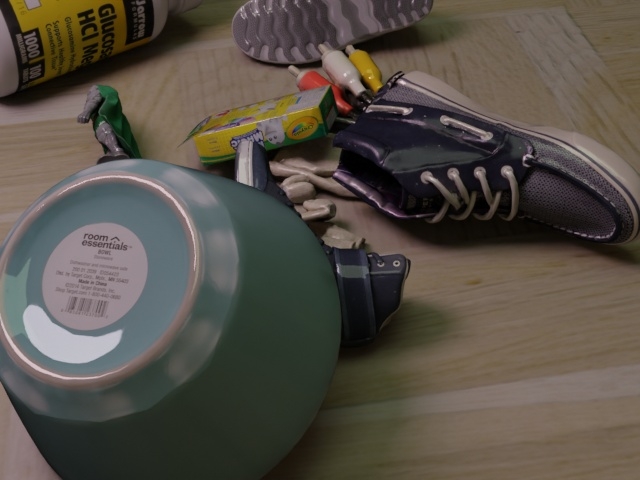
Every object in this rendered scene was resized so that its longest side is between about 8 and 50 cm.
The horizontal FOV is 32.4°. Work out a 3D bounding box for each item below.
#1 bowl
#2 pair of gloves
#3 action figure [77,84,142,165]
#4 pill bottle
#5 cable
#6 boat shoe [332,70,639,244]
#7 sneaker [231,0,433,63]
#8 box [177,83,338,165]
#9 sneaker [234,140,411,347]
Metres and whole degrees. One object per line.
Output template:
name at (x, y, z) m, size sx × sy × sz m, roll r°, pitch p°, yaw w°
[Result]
bowl at (-0.151, 0.058, 0.912) m, size 0.311 × 0.163 × 0.312 m, roll -6°, pitch 67°, yaw 14°
pair of gloves at (-0.020, -0.049, 1.242) m, size 0.204 × 0.042 × 0.240 m, roll 16°, pitch 41°, yaw 23°
action figure at (-0.250, -0.127, 1.314) m, size 0.063 × 0.137 × 0.232 m, roll -23°, pitch 32°, yaw -5°
pill bottle at (-0.332, -0.336, 1.507) m, size 0.334 × 0.188 × 0.188 m, roll -27°, pitch 44°, yaw -27°
cable at (0.066, -0.154, 1.343) m, size 0.139 × 0.072 × 0.287 m, roll -26°, pitch 44°, yaw -26°
boat shoe at (0.169, -0.056, 1.171) m, size 0.340 × 0.127 × 0.158 m, roll 27°, pitch 52°, yaw 29°
sneaker at (0.016, -0.305, 1.546) m, size 0.281 × 0.105 × 0.115 m, roll -9°, pitch 5°, yaw -1°
box at (-0.074, -0.135, 1.307) m, size 0.179 × 0.043 × 0.105 m, roll -10°, pitch 20°, yaw 14°
sneaker at (0.000, 0.001, 1.087) m, size 0.163 × 0.086 × 0.226 m, roll -9°, pitch 76°, yaw -5°
